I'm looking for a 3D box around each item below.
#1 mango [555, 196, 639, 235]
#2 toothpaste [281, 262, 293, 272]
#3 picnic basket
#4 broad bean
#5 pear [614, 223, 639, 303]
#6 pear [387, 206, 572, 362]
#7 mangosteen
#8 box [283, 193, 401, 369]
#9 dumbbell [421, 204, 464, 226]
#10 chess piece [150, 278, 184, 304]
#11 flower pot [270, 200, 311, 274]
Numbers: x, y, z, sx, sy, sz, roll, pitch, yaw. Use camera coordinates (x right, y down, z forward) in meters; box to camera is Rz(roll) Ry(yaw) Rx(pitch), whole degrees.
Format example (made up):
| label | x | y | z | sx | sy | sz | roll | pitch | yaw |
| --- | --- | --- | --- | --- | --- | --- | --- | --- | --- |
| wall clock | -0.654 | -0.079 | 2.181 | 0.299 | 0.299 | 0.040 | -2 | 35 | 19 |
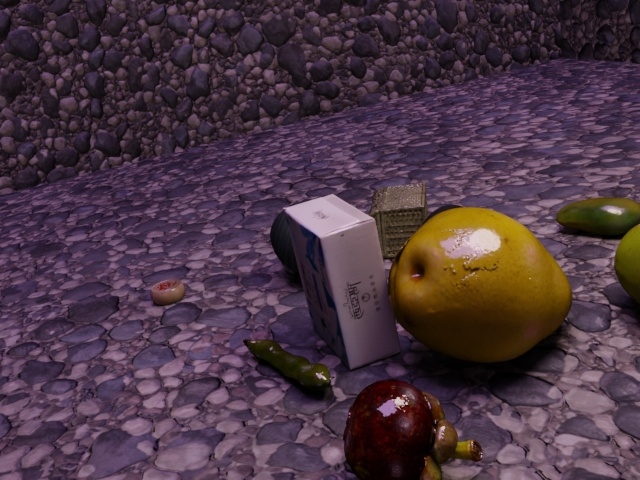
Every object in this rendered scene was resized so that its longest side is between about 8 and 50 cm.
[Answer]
| label | x | y | z | sx | sy | sz | roll | pitch | yaw |
| --- | --- | --- | --- | --- | --- | --- | --- | --- | --- |
| mango | 0.659 | -0.063 | 1.641 | 0.191 | 0.086 | 0.122 | 13 | 34 | 44 |
| toothpaste | -0.072 | 0.030 | 1.811 | 0.078 | 0.047 | 0.248 | -14 | 19 | 2 |
| picnic basket | 0.194 | -0.051 | 1.770 | 0.154 | 0.134 | 0.196 | -3 | 22 | 11 |
| broad bean | -0.058 | 0.225 | 1.289 | 0.256 | 0.053 | 0.052 | 16 | 71 | 51 |
| pear | 0.628 | 0.041 | 1.261 | 0.187 | 0.188 | 0.220 | -4 | 20 | 16 |
| pear | 0.284 | 0.090 | 1.230 | 0.285 | 0.336 | 0.285 | -48 | 23 | 27 |
| mangosteen | 0.119 | 0.277 | 0.973 | 0.181 | 0.156 | 0.146 | 14 | -12 | -15 |
| box | 0.039 | 0.072 | 1.322 | 0.116 | 0.274 | 0.203 | -19 | 22 | -14 |
| dumbbell | 0.324 | 0.020 | 1.497 | 0.152 | 0.153 | 0.218 | -17 | 22 | -17 |
| chess piece | -0.374 | 0.126 | 1.714 | 0.083 | 0.038 | 0.084 | -11 | 22 | 4 |
| flower pot | 0.000 | 0.000 | 1.656 | 0.243 | 0.157 | 0.189 | 22 | 26 | 10 |
